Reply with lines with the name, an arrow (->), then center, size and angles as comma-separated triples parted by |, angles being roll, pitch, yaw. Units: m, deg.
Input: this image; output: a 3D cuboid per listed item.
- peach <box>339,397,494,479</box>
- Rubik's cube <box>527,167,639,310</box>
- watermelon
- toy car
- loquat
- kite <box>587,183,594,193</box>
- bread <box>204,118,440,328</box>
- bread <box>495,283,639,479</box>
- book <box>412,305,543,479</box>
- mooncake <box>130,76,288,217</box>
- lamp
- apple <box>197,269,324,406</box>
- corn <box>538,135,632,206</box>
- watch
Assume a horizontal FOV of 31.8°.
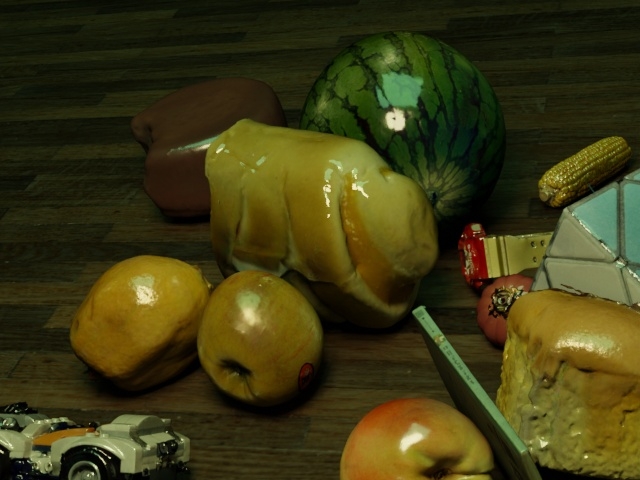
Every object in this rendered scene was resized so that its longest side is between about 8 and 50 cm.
peach -> 0.106, 0.268, 1.283 | 0.184, 0.184, 0.184 | -8, 32, 5
Rubik's cube -> 0.421, 0.049, 1.445 | 0.205, 0.207, 0.205 | -27, 61, -25
watermelon -> 0.129, -0.161, 1.805 | 0.363, 0.363, 0.363 | -8, 32, 5
toy car -> -0.323, 0.265, 1.393 | 0.301, 0.118, 0.193 | 3, -4, 20
loquat -> -0.259, 0.118, 1.615 | 0.234, 0.187, 0.176 | -40, 44, 8
kite -> 0.479, -0.022, 1.694 | 0.183, 0.010, 0.160 | 6, 50, -49
bread -> 0.000, 0.000, 1.628 | 0.341, 0.300, 0.210 | 15, 46, 31
bread -> 0.310, 0.165, 1.331 | 0.262, 0.204, 0.163 | 17, 14, 41
book -> 0.199, 0.221, 1.298 | 0.025, 0.215, 0.282 | -30, 36, -2
mooncake -> -0.202, -0.164, 2.058 | 0.326, 0.174, 0.334 | 17, 45, 42
lamp -> 0.271, 0.099, 1.571 | 0.107, 0.092, 0.107 | -15, 59, 26
apple -> -0.085, 0.139, 1.541 | 0.182, 0.182, 0.155 | 9, 46, 29
corn -> 0.443, -0.118, 1.885 | 0.207, 0.068, 0.068 | -30, 37, -26
watch -> 0.340, 0.011, 1.661 | 0.268, 0.102, 0.165 | -7, 2, 7
